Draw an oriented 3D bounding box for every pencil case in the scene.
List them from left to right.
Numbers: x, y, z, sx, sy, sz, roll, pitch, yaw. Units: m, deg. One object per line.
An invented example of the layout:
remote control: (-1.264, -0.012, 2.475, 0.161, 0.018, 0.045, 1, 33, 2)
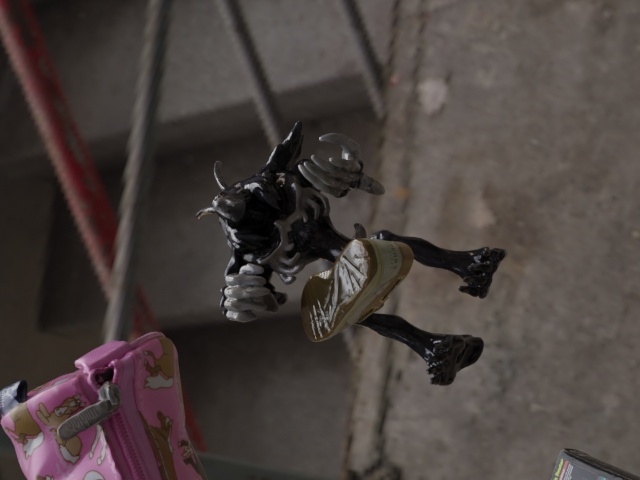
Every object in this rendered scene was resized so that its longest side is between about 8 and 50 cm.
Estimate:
pencil case: (-0.121, 0.272, 1.401, 0.160, 0.167, 0.386, -30, 75, 25)

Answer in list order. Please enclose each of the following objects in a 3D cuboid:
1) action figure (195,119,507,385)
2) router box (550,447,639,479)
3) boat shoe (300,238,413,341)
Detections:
action figure: (0.000, 0.000, 1.352, 0.275, 0.141, 0.164, 24, 88, 26)
router box: (0.195, 0.221, 1.265, 0.092, 0.038, 0.122, 21, 92, 47)
boat shoe: (0.025, 0.037, 1.260, 0.135, 0.045, 0.050, 138, 123, -60)
